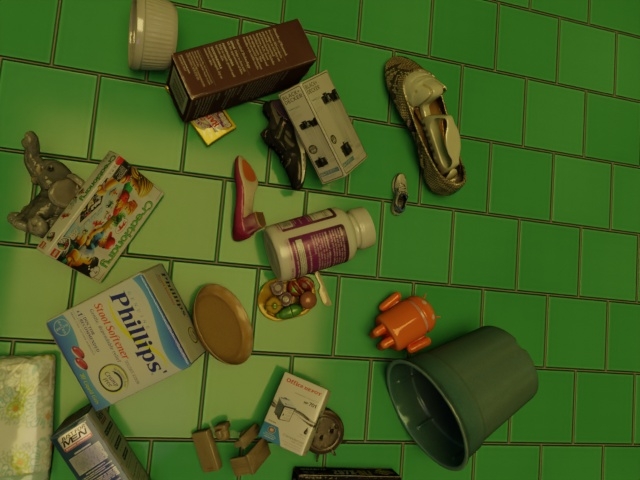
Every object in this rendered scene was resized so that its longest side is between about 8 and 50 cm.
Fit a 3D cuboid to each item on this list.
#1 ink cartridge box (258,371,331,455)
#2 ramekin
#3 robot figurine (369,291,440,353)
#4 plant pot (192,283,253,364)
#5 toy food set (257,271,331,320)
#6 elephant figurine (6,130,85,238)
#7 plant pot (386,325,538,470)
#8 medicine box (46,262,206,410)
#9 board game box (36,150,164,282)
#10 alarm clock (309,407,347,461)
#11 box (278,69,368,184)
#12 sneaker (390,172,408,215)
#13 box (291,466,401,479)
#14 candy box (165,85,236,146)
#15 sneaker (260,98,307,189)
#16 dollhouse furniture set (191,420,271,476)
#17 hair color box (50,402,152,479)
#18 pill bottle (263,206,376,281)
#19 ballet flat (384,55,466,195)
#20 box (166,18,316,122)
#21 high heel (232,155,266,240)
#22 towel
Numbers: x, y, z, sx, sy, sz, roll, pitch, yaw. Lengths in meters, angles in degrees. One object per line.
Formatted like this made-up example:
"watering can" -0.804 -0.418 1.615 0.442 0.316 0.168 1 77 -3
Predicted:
"ink cartridge box" -0.071 0.488 1.550 0.140 0.082 0.190 19 76 15
"ramekin" -0.458 -0.563 1.495 0.109 0.207 0.207 2 85 -26
"robot figurine" 0.255 0.249 1.665 0.220 0.158 0.128 -28 128 -15
"plant pot" -0.270 0.232 1.495 0.032 0.236 0.236 -27 94 23
"toy food set" -0.073 0.163 1.609 0.218 0.071 0.128 -14 90 -16
"elephant figurine" -0.682 -0.128 1.412 0.170 0.186 0.239 22 88 10
"plant pot" 0.429 0.433 1.613 0.334 0.341 0.340 -23 92 -24
"medicine box" -0.486 0.243 1.401 0.289 0.149 0.263 -27 93 9
"board game box" -0.568 -0.058 1.439 0.053 0.193 0.305 25 77 31
"alarm clock" -0.005 0.541 1.607 0.129 0.064 0.192 -28 90 -15
"box" 0.012 -0.331 1.597 0.169 0.087 0.289 -43 111 -49
"sneaker" 0.258 -0.148 1.731 0.052 0.058 0.135 5 84 -15
"box" 0.067 0.803 1.598 0.322 0.079 0.256 7 86 -15
"candy box" -0.348 -0.386 1.598 0.105 0.027 0.205 -37 96 -13
"sneaker" -0.114 -0.282 1.624 0.124 0.107 0.283 -4 77 -12
"dollhouse furniture set" -0.250 0.576 1.553 0.151 0.123 0.144 -18 91 19
"hair color box" -0.532 0.592 1.398 0.105 0.174 0.347 -31 94 -14
"pill bottle" 0.000 0.000 1.591 0.302 0.169 0.169 -16 90 -16
"ballet flat" 0.350 -0.376 1.709 0.164 0.182 0.482 -21 91 -15
"box" -0.224 -0.476 1.537 0.382 0.191 0.143 -23 91 -22
"high heel" -0.236 -0.122 1.602 0.082 0.117 0.243 0 68 -58
"towel" -0.868 0.450 1.361 0.375 0.090 0.320 1 86 -16
